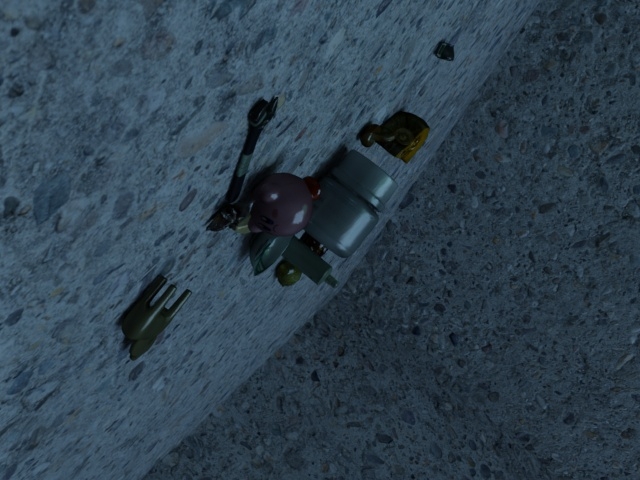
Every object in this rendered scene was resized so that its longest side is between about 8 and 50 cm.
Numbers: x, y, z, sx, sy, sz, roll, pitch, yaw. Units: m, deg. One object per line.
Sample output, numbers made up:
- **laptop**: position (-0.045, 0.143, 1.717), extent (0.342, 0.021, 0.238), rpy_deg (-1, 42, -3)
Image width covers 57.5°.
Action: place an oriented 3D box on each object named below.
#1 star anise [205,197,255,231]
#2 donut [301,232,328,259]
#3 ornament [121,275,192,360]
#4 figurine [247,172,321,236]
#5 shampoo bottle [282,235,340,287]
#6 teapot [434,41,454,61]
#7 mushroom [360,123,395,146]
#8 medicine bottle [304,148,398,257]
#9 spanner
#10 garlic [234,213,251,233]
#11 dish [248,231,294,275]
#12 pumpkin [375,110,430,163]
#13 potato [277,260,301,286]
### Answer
- **star anise**: position (-0.207, -0.065, 1.415), extent (0.129, 0.056, 0.124), rpy_deg (-36, 170, 21)
- **donut**: position (0.000, -0.001, 2.399), extent (0.216, 0.096, 0.230), rpy_deg (-47, 168, -15)
- **ornament**: position (-0.426, 0.207, 1.466), extent (0.244, 0.061, 0.230), rpy_deg (-50, 172, -4)
- **figurine**: position (-0.101, -0.091, 1.497), extent (0.173, 0.173, 0.173), rpy_deg (-48, 169, -12)
- **shampoo bottle**: position (-0.043, 0.075, 2.033), extent (0.085, 0.262, 0.085), rpy_deg (-48, 170, -12)
- **teapot**: position (0.430, -0.658, 2.024), extent (0.088, 0.066, 0.056), rpy_deg (-4, 116, -45)
- **mushroom**: position (0.189, -0.357, 1.986), extent (0.130, 0.072, 0.088), rpy_deg (-6, 131, -24)
- **medicine bottle**: position (0.087, -0.123, 1.936), extent (0.306, 0.245, 0.245), rpy_deg (-52, 169, 4)
- **spanner**: position (-0.157, -0.194, 1.301), extent (0.087, 0.024, 0.315), rpy_deg (-48, 170, -43)
- **garlic**: position (-0.203, -0.045, 1.579), extent (0.083, 0.041, 0.053), rpy_deg (-34, 158, -32)
- **dish**: position (-0.164, 0.003, 1.792), extent (0.224, 0.078, 0.246), rpy_deg (-52, 170, 9)
- **pumpkin**: position (0.285, -0.366, 2.208), extent (0.280, 0.139, 0.190), rpy_deg (-41, 166, -32)
- **potato**: position (-0.130, 0.131, 2.370), extent (0.105, 0.085, 0.188), rpy_deg (-26, 163, -6)
